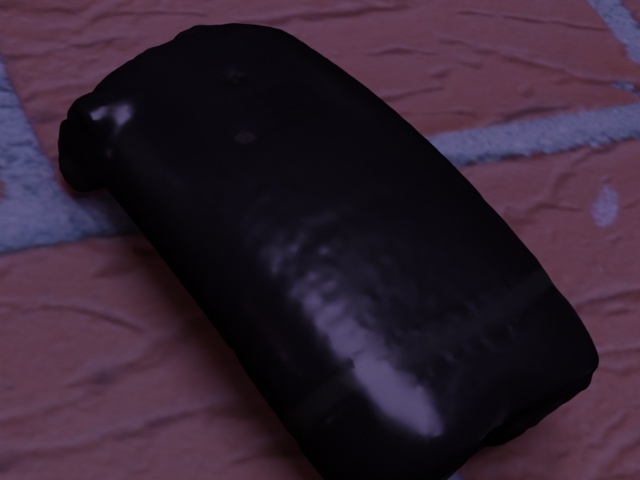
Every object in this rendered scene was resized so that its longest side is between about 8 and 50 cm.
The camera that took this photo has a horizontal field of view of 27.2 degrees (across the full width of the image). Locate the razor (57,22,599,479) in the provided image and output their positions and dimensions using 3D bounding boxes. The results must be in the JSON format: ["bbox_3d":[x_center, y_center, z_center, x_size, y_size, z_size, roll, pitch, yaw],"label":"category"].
[{"bbox_3d":[0.001,0.000,0.821,0.204,0.113,0.349,-27,64,-34],"label":"razor"}]
